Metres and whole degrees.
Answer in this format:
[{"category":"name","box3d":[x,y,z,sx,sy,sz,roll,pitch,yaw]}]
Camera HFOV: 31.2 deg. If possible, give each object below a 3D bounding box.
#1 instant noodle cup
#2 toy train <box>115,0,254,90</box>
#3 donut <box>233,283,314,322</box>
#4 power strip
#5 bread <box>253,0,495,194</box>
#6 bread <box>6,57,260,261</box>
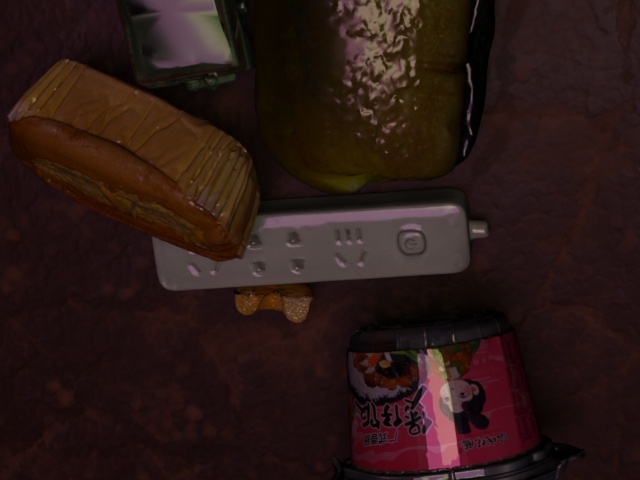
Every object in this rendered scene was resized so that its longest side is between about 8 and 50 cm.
[{"category":"instant noodle cup","box3d":[0.129,0.174,1.260,0.302,0.258,0.182,-8,90,-23]},{"category":"toy train","box3d":[-0.158,-0.313,1.197,0.129,0.159,0.326,-9,102,9]},{"category":"donut","box3d":[-0.056,0.072,1.338,0.083,0.067,0.038,-15,126,-24]},{"category":"power strip","box3d":[0.000,0.000,1.309,0.385,0.062,0.091,-4,108,10]},{"category":"bread","box3d":[0.050,-0.230,1.174,0.251,0.208,0.377,7,110,11]},{"category":"bread","box3d":[-0.198,-0.084,1.246,0.288,0.152,0.119,26,74,16]}]
